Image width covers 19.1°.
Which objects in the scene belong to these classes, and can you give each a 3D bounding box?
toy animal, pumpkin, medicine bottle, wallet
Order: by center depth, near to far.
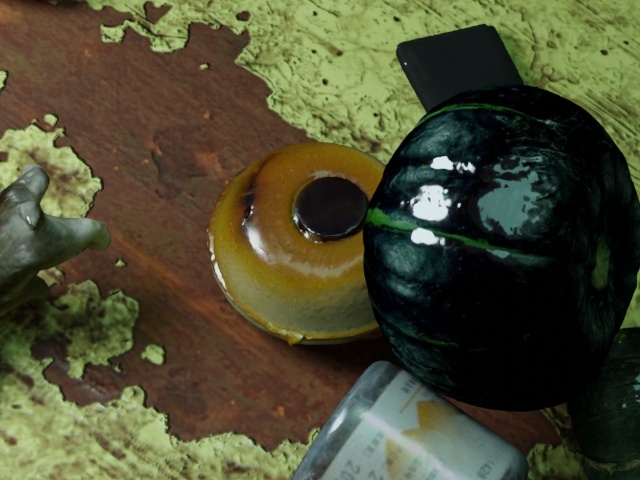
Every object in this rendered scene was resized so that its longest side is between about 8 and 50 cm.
[{"bbox_3d":[0.158,0.004,1.767,0.238,0.315,0.315,17,54,28],"label":"pumpkin"},{"bbox_3d":[0.121,0.248,1.790,0.273,0.165,0.165,33,59,7],"label":"medicine bottle"},{"bbox_3d":[-0.313,0.036,1.810,0.121,0.233,0.168,47,20,2],"label":"toy animal"},{"bbox_3d":[0.313,0.178,1.868,0.146,0.190,0.190,4,58,9],"label":"pumpkin"},{"bbox_3d":[0.183,-0.132,2.106,0.124,0.025,0.244,-15,66,-21],"label":"wallet"}]

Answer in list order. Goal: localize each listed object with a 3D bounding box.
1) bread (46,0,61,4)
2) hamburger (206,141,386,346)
[{"bbox_3d":[-0.339,-0.376,2.049,0.139,0.143,0.229,3,58,-13],"label":"bread"},{"bbox_3d":[-0.002,0.003,1.913,0.237,0.147,0.237,2,59,-4],"label":"hamburger"}]
